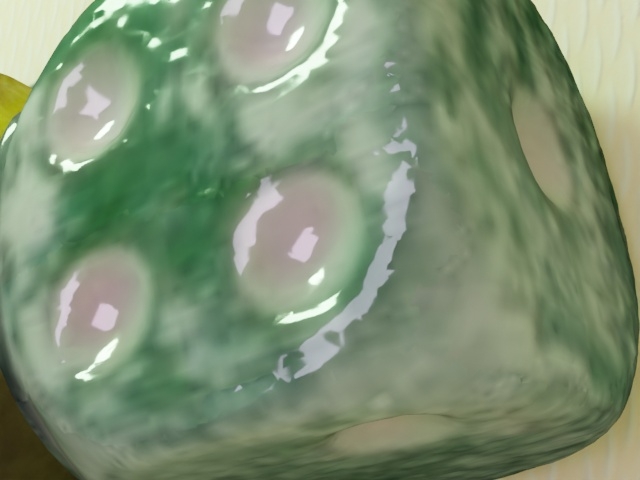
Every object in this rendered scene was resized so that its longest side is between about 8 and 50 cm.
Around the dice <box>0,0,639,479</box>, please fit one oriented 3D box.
[{"bbox_3d":[0.000,0.000,0.798,0.348,0.330,0.328,-19,65,27],"label":"dice"}]

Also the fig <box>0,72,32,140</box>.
[{"bbox_3d":[-0.292,-0.069,1.154,0.257,0.159,0.159,22,88,16],"label":"fig"}]

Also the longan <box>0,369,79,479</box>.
[{"bbox_3d":[-0.332,0.143,0.998,0.319,0.319,0.319,-11,70,31],"label":"longan"}]
